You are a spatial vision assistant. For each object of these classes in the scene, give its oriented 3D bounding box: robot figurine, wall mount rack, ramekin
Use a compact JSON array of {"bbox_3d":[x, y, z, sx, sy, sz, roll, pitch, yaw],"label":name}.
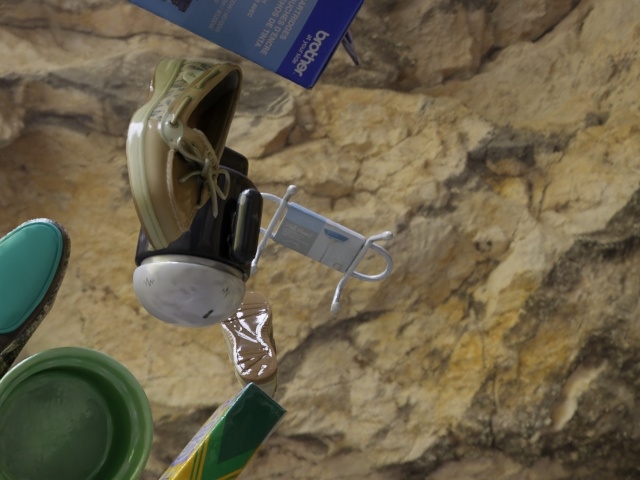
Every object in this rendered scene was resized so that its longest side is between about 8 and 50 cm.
[{"bbox_3d":[-0.180,-0.008,1.214,0.174,0.278,0.209,8,-21,-5],"label":"robot figurine"},{"bbox_3d":[0.000,0.000,1.667,0.350,0.130,0.304,25,-45,-6],"label":"wall mount rack"},{"bbox_3d":[-0.473,0.352,1.483,0.303,0.303,0.148,54,-33,-9],"label":"ramekin"}]

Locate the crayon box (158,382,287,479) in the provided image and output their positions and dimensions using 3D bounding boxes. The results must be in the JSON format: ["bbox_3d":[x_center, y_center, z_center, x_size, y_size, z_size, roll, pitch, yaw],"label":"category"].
[{"bbox_3d":[-0.204,0.389,1.310,0.083,0.323,0.203,41,-29,-2],"label":"crayon box"}]

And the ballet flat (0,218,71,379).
[{"bbox_3d":[-0.607,0.183,1.475,0.164,0.482,0.182,25,-21,7],"label":"ballet flat"}]

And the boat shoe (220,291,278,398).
[{"bbox_3d":[-0.162,0.242,1.861,0.122,0.341,0.110,-6,-57,-5],"label":"boat shoe"}]

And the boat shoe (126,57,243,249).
[{"bbox_3d":[-0.136,-0.107,0.847,0.089,0.285,0.104,-6,-45,5],"label":"boat shoe"}]

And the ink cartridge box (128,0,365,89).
[{"bbox_3d":[-0.103,-0.356,1.023,0.396,0.270,0.151,22,-59,-20],"label":"ink cartridge box"}]
